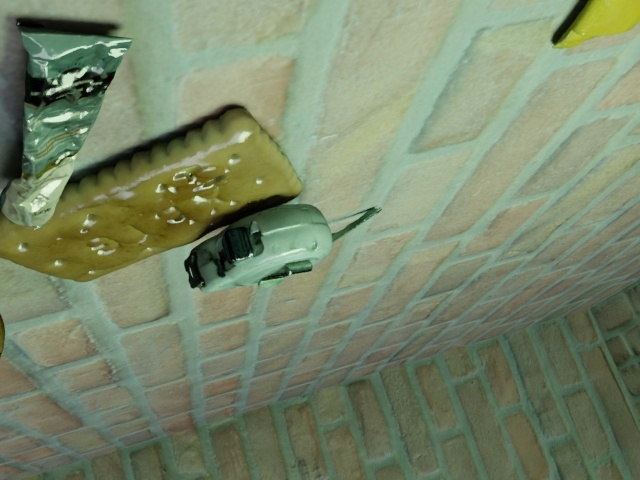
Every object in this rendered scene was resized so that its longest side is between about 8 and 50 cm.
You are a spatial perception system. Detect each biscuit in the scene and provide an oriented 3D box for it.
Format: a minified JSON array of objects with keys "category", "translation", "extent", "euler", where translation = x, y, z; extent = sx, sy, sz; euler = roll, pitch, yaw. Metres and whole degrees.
[{"category":"biscuit","translation":[-0.187,-0.033,0.771],"extent":[0.324,0.044,0.217],"euler":[-21,160,7]}]

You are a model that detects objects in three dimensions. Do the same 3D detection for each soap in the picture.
[{"category":"soap","translation":[0.296,-0.233,0.679],"extent":[0.089,0.033,0.168],"euler":[-12,161,-12]}]

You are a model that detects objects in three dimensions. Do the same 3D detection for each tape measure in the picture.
[{"category":"tape measure","translation":[0.000,0.001,0.905],"extent":[0.330,0.084,0.164],"euler":[-10,172,-39]}]

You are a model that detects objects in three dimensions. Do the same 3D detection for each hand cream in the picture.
[{"category":"hand cream","translation":[-0.231,-0.089,0.584],"extent":[0.075,0.052,0.248],"euler":[-33,168,-42]}]

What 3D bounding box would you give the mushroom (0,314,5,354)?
[{"category":"mushroom","translation":[-0.500,0.138,0.765],"extent":[0.297,0.163,0.278],"euler":[-31,158,36]}]
